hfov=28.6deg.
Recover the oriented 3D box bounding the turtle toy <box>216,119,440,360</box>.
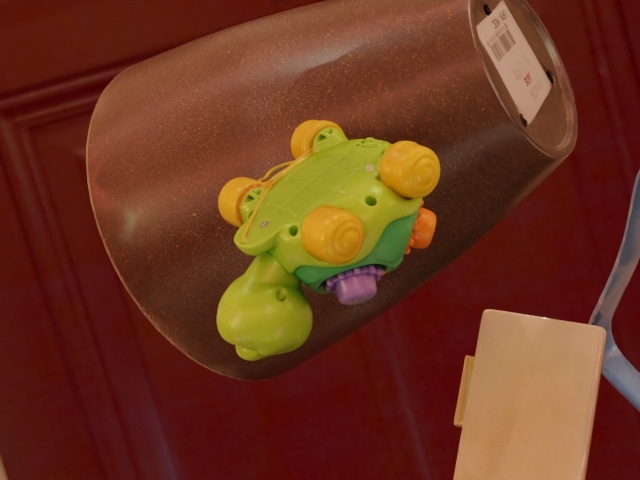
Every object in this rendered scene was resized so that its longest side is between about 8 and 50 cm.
[{"bbox_3d":[0.000,0.000,0.588,0.130,0.066,0.095,-41,34,-20],"label":"turtle toy"}]

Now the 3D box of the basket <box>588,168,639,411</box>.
[{"bbox_3d":[0.298,0.106,0.852,0.201,0.289,0.255,-32,-29,-19],"label":"basket"}]

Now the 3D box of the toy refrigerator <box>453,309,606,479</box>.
[{"bbox_3d":[0.130,0.193,0.860,0.094,0.270,0.102,9,-15,14],"label":"toy refrigerator"}]

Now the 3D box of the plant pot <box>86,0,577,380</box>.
[{"bbox_3d":[0.021,-0.054,0.727,0.230,0.215,0.215,-25,1,34],"label":"plant pot"}]
